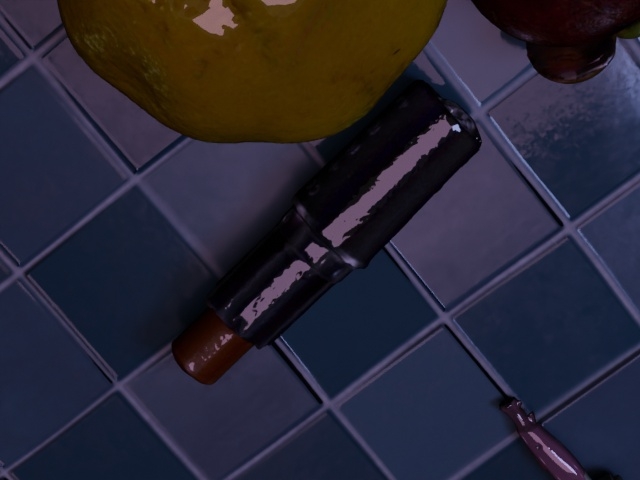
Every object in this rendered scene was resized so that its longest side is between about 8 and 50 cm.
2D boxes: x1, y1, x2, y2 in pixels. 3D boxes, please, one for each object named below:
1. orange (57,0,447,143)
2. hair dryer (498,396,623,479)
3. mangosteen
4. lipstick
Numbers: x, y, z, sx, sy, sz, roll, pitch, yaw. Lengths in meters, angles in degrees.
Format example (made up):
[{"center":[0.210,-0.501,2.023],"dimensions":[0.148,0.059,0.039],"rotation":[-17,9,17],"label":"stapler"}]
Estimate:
[{"center":[-0.046,-0.199,0.933],"dimensions":[0.279,0.235,0.279],"rotation":[0,103,0],"label":"orange"},{"center":[0.196,0.198,1.171],"dimensions":[0.106,0.054,0.154],"rotation":[-27,96,11],"label":"hair dryer"},{"center":[0.187,-0.208,0.985],"dimensions":[0.200,0.200,0.200],"rotation":[-1,107,-2],"label":"mangosteen"},{"center":[0.000,0.000,1.077],"dimensions":[0.081,0.081,0.299],"rotation":[42,100,-13],"label":"lipstick"}]
